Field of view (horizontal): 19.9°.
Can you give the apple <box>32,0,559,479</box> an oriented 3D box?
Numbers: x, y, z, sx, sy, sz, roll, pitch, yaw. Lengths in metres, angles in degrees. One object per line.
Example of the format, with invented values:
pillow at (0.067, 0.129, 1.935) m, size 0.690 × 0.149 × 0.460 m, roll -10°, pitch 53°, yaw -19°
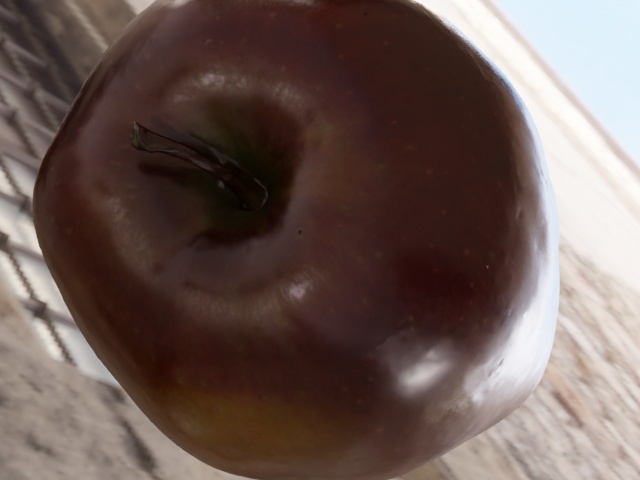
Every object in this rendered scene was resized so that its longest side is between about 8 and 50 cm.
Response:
apple at (0.000, 0.000, 1.030) m, size 0.288 × 0.317 × 0.288 m, roll -8°, pitch -113°, yaw 19°
